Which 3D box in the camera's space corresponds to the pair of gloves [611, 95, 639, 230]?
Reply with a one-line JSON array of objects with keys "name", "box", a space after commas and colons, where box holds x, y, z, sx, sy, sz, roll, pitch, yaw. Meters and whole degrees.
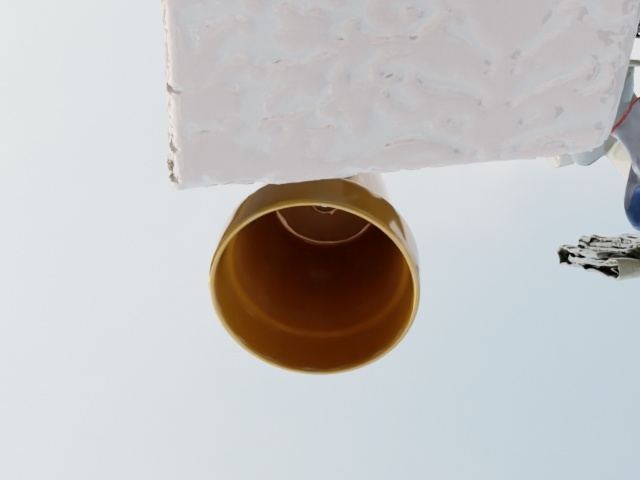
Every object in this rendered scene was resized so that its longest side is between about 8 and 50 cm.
[{"name": "pair of gloves", "box": [0.328, -0.098, 1.232, 0.198, 0.023, 0.159, -52, -140, 28]}]

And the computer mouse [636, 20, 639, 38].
[{"name": "computer mouse", "box": [0.306, -0.228, 1.223, 0.189, 0.072, 0.272, -10, -169, 38]}]

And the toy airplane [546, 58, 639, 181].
[{"name": "toy airplane", "box": [0.231, -0.252, 1.481, 0.273, 0.384, 0.386, -1, -175, -35]}]

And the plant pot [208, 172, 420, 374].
[{"name": "plant pot", "box": [0.000, 0.000, 1.418, 0.205, 0.205, 0.188, -15, -150, 14]}]

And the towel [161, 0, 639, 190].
[{"name": "towel", "box": [0.055, -0.167, 0.937, 0.332, 0.317, 0.053, -5, -134, -7]}]

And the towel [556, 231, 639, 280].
[{"name": "towel", "box": [0.498, -0.005, 1.856, 0.324, 0.056, 0.312, -9, -176, -5]}]
